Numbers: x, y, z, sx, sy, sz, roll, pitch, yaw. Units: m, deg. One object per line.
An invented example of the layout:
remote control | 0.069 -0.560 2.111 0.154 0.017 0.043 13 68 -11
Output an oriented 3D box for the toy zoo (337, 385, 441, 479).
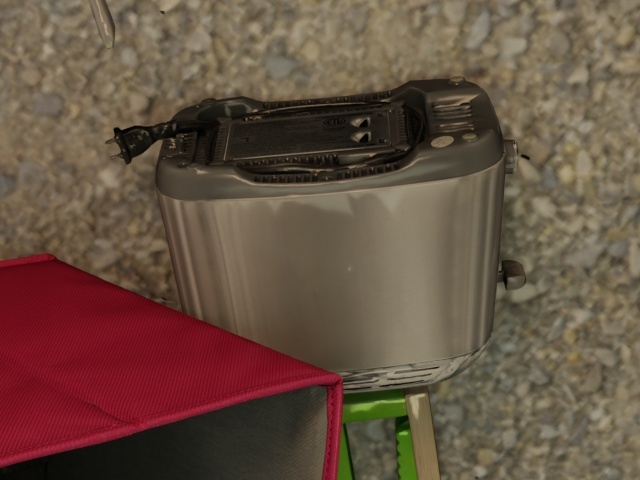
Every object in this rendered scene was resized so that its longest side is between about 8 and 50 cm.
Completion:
toy zoo | -0.064 0.194 0.987 0.293 0.030 0.192 -7 112 4

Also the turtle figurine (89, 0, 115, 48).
turtle figurine | -0.239 -0.240 0.717 0.197 0.266 0.274 -13 149 27

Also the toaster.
toaster | 0.000 0.000 0.855 0.226 0.129 0.146 -5 115 2

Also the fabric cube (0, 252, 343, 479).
fabric cube | -0.174 0.168 0.771 0.259 0.258 0.254 -10 112 -43
